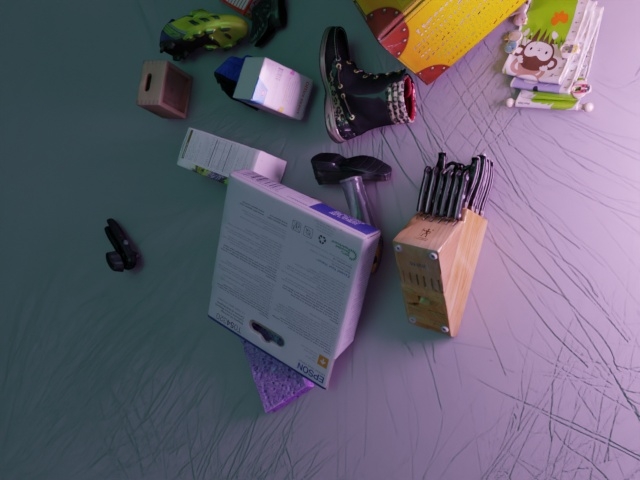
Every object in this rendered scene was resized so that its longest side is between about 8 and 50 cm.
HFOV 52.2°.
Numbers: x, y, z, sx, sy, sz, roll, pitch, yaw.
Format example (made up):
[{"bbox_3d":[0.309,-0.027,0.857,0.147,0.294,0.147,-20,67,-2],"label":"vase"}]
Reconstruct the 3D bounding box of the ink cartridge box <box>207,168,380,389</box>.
[{"bbox_3d":[-0.065,0.070,1.264,0.324,0.071,0.330,27,119,27],"label":"ink cartridge box"}]

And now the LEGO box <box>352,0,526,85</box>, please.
[{"bbox_3d":[0.253,-0.590,1.140,0.500,0.193,0.372,-39,58,23],"label":"LEGO box"}]

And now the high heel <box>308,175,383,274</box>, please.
[{"bbox_3d":[0.000,0.000,1.285,0.261,0.093,0.186,-19,84,38],"label":"high heel"}]

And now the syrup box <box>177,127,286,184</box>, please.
[{"bbox_3d":[-0.199,-0.171,1.445,0.237,0.093,0.096,22,94,36],"label":"syrup box"}]

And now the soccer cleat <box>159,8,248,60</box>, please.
[{"bbox_3d":[-0.282,-0.512,1.563,0.289,0.093,0.121,2,75,41],"label":"soccer cleat"}]

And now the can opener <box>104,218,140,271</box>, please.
[{"bbox_3d":[-0.508,0.007,1.651,0.059,0.073,0.186,-53,47,24],"label":"can opener"}]

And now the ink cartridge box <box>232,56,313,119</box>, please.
[{"bbox_3d":[-0.093,-0.316,1.378,0.090,0.143,0.092,22,94,53],"label":"ink cartridge box"}]

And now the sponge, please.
[{"bbox_3d":[-0.098,0.229,1.333,0.117,0.031,0.210,-36,62,24],"label":"sponge"}]

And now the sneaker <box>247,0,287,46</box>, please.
[{"bbox_3d":[-0.122,-0.532,1.488,0.089,0.051,0.170,-4,83,31],"label":"sneaker"}]

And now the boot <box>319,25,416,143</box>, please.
[{"bbox_3d":[0.093,-0.318,1.276,0.178,0.085,0.236,-7,83,32],"label":"boot"}]

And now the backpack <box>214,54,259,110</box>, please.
[{"bbox_3d":[-0.168,-0.359,1.462,0.120,0.098,0.101,26,67,36],"label":"backpack"}]

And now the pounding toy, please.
[{"bbox_3d":[-0.385,-0.380,1.607,0.100,0.130,0.141,5,84,24],"label":"pounding toy"}]

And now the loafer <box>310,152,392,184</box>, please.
[{"bbox_3d":[0.063,-0.131,1.285,0.170,0.062,0.061,13,125,30],"label":"loafer"}]

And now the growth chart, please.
[{"bbox_3d":[0.389,-0.329,1.109,0.172,0.021,0.237,6,84,37],"label":"growth chart"}]

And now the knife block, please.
[{"bbox_3d":[0.230,-0.007,1.131,0.088,0.242,0.275,15,134,37],"label":"knife block"}]

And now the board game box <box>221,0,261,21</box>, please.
[{"bbox_3d":[-0.161,-0.632,1.539,0.147,0.045,0.193,40,104,34],"label":"board game box"}]
